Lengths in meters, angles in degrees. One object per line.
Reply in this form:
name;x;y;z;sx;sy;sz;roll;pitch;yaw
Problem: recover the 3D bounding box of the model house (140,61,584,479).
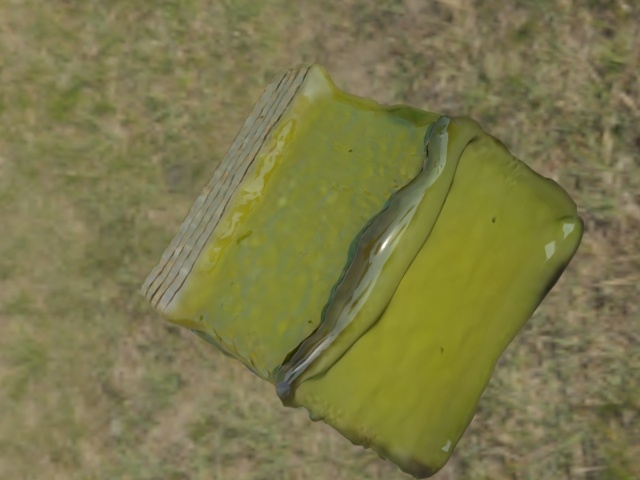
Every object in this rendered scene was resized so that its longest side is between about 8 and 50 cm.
model house;0.000;0.000;0.873;0.234;0.175;0.193;28;87;40
